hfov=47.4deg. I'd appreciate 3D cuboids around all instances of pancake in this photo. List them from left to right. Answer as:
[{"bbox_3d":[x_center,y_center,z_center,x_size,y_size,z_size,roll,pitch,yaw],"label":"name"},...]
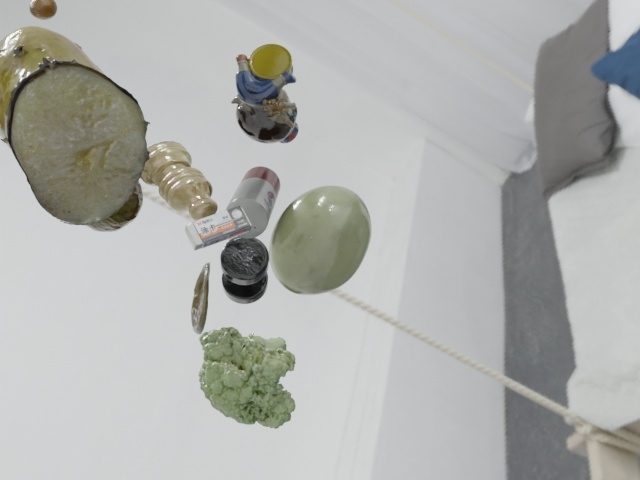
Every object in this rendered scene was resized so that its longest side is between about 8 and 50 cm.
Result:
[{"bbox_3d":[-0.396,0.194,2.435,0.250,0.031,0.249,-170,90,-73],"label":"pancake"}]

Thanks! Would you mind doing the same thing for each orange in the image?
[{"bbox_3d":[-0.849,-0.713,2.232,0.085,0.085,0.085,-58,10,17],"label":"orange"}]

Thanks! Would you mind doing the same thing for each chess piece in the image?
[{"bbox_3d":[-0.362,-0.140,1.892,0.307,0.139,0.124,46,123,44],"label":"chess piece"}]

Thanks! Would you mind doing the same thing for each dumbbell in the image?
[{"bbox_3d":[-0.240,0.094,2.309,0.218,0.153,0.152,101,-168,-63],"label":"dumbbell"}]

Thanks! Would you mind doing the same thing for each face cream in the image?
[{"bbox_3d":[-0.151,-0.091,1.661,0.095,0.096,0.214,-57,9,24],"label":"face cream"}]

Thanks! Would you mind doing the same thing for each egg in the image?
[{"bbox_3d":[0.000,0.000,1.669,0.269,0.219,0.219,-50,11,5],"label":"egg"}]

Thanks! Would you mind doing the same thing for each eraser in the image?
[{"bbox_3d":[-0.200,-0.024,1.432,0.122,0.052,0.029,-20,-20,-24],"label":"eraser"}]

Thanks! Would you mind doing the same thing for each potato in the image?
[{"bbox_3d":[-0.572,-0.279,1.626,0.290,0.397,0.296,-33,44,-14],"label":"potato"}]

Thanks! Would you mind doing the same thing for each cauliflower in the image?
[{"bbox_3d":[-0.184,0.347,1.973,0.281,0.327,0.260,-48,10,-25],"label":"cauliflower"}]

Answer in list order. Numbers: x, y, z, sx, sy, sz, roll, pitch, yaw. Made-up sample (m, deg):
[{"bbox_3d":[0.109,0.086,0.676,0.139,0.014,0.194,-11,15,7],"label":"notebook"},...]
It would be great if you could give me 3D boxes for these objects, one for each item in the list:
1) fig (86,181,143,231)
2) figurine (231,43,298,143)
[{"bbox_3d":[-0.605,-0.128,1.972,0.216,0.217,0.321,-61,-1,2],"label":"fig"},{"bbox_3d":[-0.120,-0.316,1.679,0.158,0.161,0.275,-58,-10,-21],"label":"figurine"}]
